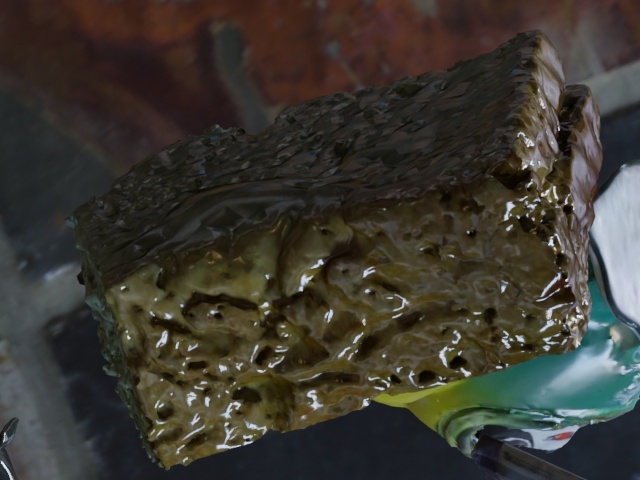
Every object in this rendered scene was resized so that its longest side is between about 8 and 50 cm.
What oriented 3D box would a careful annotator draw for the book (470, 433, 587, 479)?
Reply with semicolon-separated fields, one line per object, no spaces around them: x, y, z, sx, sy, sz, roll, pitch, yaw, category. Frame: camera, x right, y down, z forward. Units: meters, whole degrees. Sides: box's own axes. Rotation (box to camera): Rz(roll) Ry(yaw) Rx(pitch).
0.195;0.185;0.894;0.026;0.231;0.157;-55;138;-15;book

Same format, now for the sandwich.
0.000;0.001;1.015;0.325;0.262;0.131;-17;109;19;sandwich

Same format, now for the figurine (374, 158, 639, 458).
0.203;0.070;1.574;0.324;0.340;0.231;-10;75;-41;figurine

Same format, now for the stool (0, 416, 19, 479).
-0.323;0.197;1.261;0.228;0.139;0.153;-17;105;-14;stool
